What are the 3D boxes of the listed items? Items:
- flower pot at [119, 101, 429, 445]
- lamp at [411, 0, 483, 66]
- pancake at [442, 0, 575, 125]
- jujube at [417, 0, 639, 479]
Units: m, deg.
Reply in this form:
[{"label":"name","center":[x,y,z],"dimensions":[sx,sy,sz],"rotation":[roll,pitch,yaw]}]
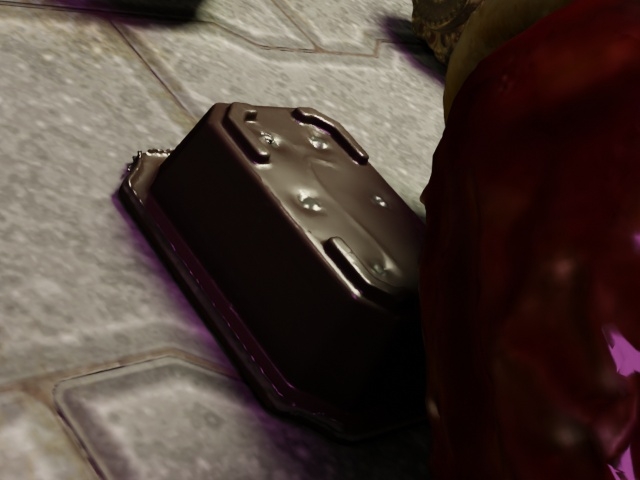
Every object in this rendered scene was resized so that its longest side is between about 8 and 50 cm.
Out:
[{"label":"flower pot","center":[0.000,0.000,0.656],"dimensions":[0.179,0.084,0.251],"rotation":[-5,48,-48]},{"label":"lamp","center":[0.226,-0.262,1.188],"dimensions":[0.274,0.177,0.177],"rotation":[7,39,-42]},{"label":"pancake","center":[0.241,-0.037,0.719],"dimensions":[0.387,0.387,0.082],"rotation":[40,64,10]},{"label":"jujube","center":[0.177,0.071,0.501],"dimensions":[0.276,0.276,0.376],"rotation":[9,71,-38]}]
